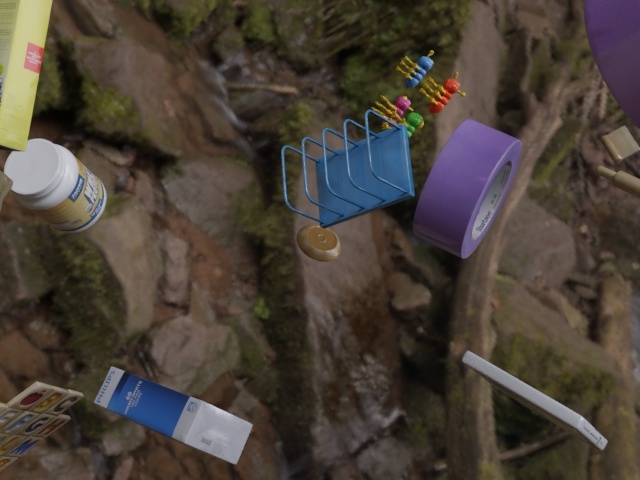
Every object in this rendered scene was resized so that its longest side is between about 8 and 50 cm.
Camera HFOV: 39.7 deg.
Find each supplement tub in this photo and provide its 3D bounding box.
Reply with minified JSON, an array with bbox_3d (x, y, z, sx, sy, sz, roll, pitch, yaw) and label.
[{"bbox_3d":[-0.547,-0.112,1.832,0.200,0.144,0.144,59,12,-67],"label":"supplement tub"}]

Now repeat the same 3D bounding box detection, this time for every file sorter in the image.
[{"bbox_3d":[0.037,-0.107,1.327,0.104,0.170,0.118,21,58,-49],"label":"file sorter"}]

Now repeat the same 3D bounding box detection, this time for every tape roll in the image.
[{"bbox_3d":[0.433,-0.233,1.020,0.274,0.090,0.275,11,67,-29],"label":"tape roll"},{"bbox_3d":[0.213,-0.074,1.278,0.080,0.189,0.189,27,10,19],"label":"tape roll"}]

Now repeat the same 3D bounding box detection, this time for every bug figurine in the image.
[{"bbox_3d":[0.224,-0.330,2.074,0.072,0.216,0.279,34,16,-26],"label":"bug figurine"}]

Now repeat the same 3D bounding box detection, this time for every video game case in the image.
[{"bbox_3d":[0.309,0.232,1.276,0.190,0.022,0.173,29,-5,35],"label":"video game case"}]

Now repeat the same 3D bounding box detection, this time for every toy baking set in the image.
[{"bbox_3d":[0.603,-0.151,1.518,0.256,0.197,0.030,40,7,38],"label":"toy baking set"}]

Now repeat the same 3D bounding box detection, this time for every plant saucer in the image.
[{"bbox_3d":[0.000,0.000,1.546,0.083,0.015,0.083,13,47,-14],"label":"plant saucer"}]

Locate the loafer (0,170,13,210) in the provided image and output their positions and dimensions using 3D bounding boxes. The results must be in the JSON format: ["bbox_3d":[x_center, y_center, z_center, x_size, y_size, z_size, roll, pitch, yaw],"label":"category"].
[{"bbox_3d":[-0.564,-0.072,1.487,0.050,0.056,0.148,56,17,-31],"label":"loafer"}]

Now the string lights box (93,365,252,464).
[{"bbox_3d":[-0.259,0.302,1.539,0.133,0.259,0.077,38,69,-45],"label":"string lights box"}]

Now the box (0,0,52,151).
[{"bbox_3d":[-0.424,-0.240,1.194,0.058,0.087,0.232,16,81,-59],"label":"box"}]

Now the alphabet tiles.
[{"bbox_3d":[-0.555,0.342,1.428,0.011,0.342,0.285,53,-3,18],"label":"alphabet tiles"}]
